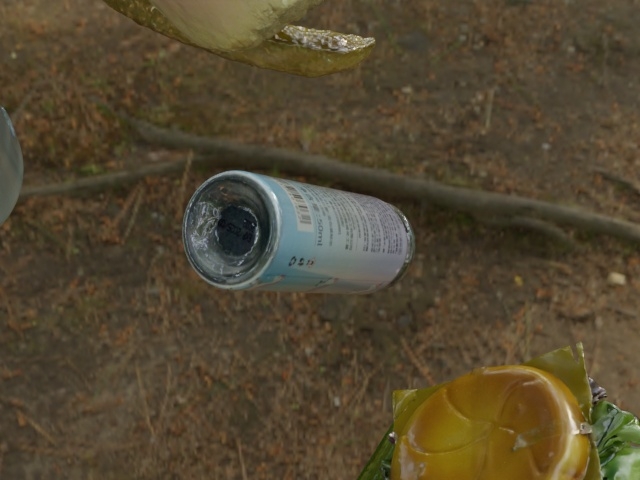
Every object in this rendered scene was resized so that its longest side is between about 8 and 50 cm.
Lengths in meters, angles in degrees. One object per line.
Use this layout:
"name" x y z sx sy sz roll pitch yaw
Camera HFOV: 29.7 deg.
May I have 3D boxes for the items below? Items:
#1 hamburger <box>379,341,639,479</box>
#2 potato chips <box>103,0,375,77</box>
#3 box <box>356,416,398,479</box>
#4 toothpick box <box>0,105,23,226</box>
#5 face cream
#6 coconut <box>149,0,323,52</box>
"hamburger" 0.122 0.155 0.789 0.190 0.093 0.164 -12 43 32
"potato chips" -0.135 -0.274 1.494 0.407 0.057 0.080 18 49 -3
"box" 0.113 0.254 0.909 0.173 0.043 0.311 -57 32 -5
"toothpick box" -0.485 -0.105 1.411 0.263 0.354 0.263 1 69 -2
"face cream" 0.000 0.000 0.826 0.075 0.075 0.229 35 13 27
"coconut" -0.113 -0.391 1.321 0.297 0.309 0.297 -36 22 17
